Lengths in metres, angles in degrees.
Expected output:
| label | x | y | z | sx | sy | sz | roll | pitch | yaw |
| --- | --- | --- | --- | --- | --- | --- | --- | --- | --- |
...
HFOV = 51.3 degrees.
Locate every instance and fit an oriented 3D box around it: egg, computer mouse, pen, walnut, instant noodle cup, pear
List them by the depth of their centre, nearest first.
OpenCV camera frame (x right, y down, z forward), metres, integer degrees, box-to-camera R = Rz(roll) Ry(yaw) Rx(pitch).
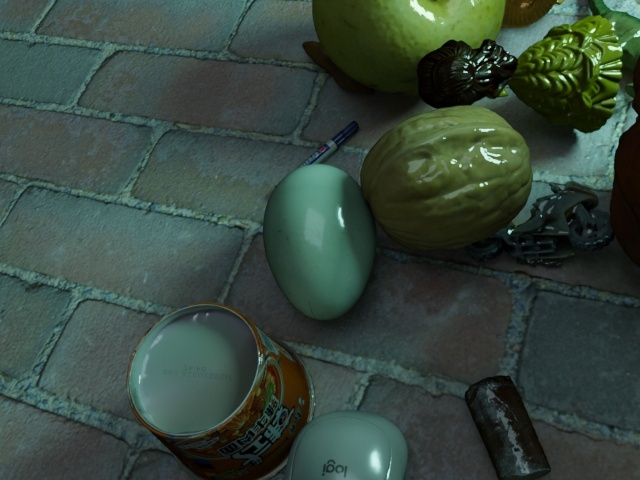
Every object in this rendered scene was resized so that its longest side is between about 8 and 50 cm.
| label | x | y | z | sx | sy | sz | roll | pitch | yaw |
| --- | --- | --- | --- | --- | --- | --- | --- | --- | --- |
| computer mouse | 0.030 | 0.365 | 0.879 | 0.184 | 0.121 | 0.296 | 5 | 60 | 16 |
| instant noodle cup | -0.149 | 0.215 | 0.972 | 0.251 | 0.192 | 0.250 | -7 | 58 | 11 |
| walnut | 0.193 | -0.096 | 1.013 | 0.261 | 0.225 | 0.224 | -16 | 57 | 0 |
| egg | 0.000 | 0.000 | 1.069 | 0.183 | 0.183 | 0.264 | -10 | 63 | 9 |
| pear | 0.153 | -0.431 | 1.200 | 0.349 | 0.348 | 0.348 | -7 | 58 | 11 |
| pen | -0.005 | -0.158 | 1.259 | 0.204 | 0.025 | 0.025 | -42 | 58 | -12 |

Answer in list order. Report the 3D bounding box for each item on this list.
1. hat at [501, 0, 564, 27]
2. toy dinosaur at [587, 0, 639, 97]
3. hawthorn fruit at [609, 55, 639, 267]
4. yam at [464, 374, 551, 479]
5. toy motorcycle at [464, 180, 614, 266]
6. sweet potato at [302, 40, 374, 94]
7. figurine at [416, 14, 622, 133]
| label | x | y | z | sx | sy | sz | roll | pitch | yaw |
| --- | --- | --- | --- | --- | --- | --- | --- | --- | --- |
| hat | 0.431 | -0.555 | 1.326 | 0.233 | 0.244 | 0.233 | -30 | 79 | -30 |
| toy dinosaur | 0.579 | -0.393 | 1.219 | 0.447 | 0.087 | 0.301 | 34 | 63 | 32 |
| hawthorn fruit | 0.599 | -0.105 | 0.818 | 0.472 | 0.471 | 0.471 | -7 | 58 | 11 |
| yam | 0.251 | 0.257 | 0.909 | 0.079 | 0.079 | 0.141 | -20 | 57 | 3 |
| toy motorcycle | 0.343 | -0.028 | 1.055 | 0.229 | 0.094 | 0.129 | -7 | 53 | 26 |
| sweet potato | 0.034 | -0.357 | 1.353 | 0.202 | 0.055 | 0.058 | 46 | 116 | 30 |
| figurine | 0.307 | -0.269 | 1.088 | 0.316 | 0.187 | 0.168 | -4 | 35 | -14 |
